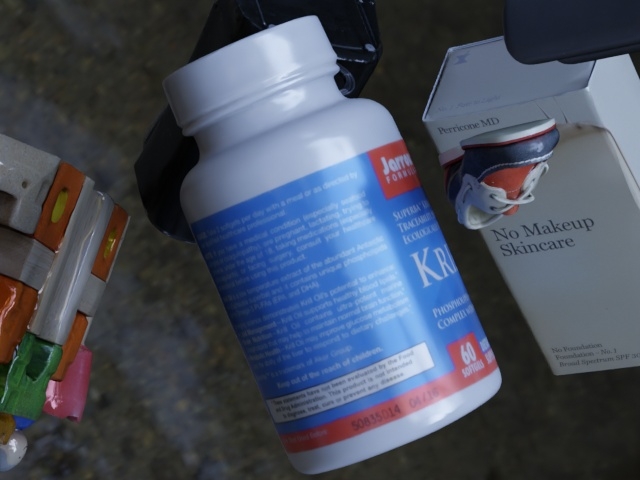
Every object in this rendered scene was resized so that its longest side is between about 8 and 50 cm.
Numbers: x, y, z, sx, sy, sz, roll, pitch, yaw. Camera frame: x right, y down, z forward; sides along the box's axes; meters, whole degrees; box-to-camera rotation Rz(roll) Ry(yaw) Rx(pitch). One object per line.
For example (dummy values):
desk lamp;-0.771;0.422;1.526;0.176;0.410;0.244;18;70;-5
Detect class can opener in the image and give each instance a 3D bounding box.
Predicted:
can opener;0.218;-0.161;1.044;0.076;0.283;0.095;-6;89;-43

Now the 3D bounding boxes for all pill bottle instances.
pill bottle;0.000;0.000;1.022;0.124;0.124;0.221;-25;92;-43

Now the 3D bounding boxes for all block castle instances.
block castle;-0.317;0.021;1.277;0.303;0.453;0.213;17;83;8

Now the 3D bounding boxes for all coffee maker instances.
coffee maker;-0.046;-0.080;1.222;0.120;0.178;0.171;23;36;-6

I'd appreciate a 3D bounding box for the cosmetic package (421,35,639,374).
cosmetic package;0.228;-0.033;1.694;0.309;0.160;0.113;58;36;-32

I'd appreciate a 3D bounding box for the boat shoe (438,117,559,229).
boat shoe;0.091;-0.033;0.975;0.049;0.137;0.043;-11;86;-11
